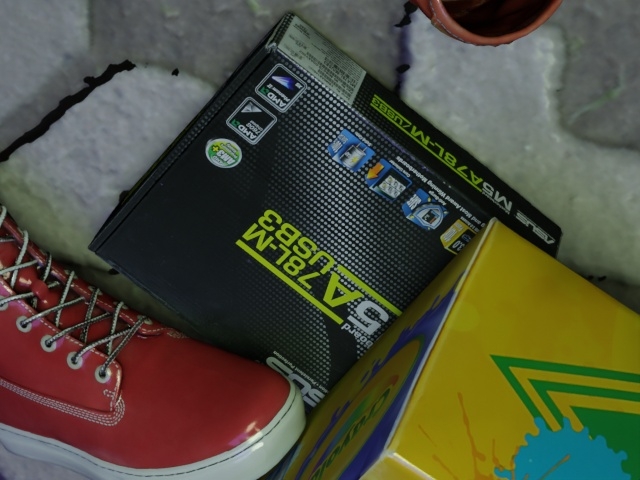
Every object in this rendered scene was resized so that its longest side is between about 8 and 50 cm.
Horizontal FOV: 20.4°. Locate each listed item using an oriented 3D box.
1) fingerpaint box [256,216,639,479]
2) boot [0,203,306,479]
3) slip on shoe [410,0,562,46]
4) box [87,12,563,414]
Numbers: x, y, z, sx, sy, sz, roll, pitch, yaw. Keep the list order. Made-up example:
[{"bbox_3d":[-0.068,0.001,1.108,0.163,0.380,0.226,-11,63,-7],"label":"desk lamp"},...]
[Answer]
[{"bbox_3d":[0.116,0.244,0.960,0.371,0.163,0.445,33,140,-4],"label":"fingerpaint box"},{"bbox_3d":[-0.130,0.046,0.961,0.244,0.088,0.176,4,130,41],"label":"boot"},{"bbox_3d":[0.083,-0.223,0.711,0.123,0.101,0.331,-5,131,-15],"label":"slip on shoe"},{"bbox_3d":[0.000,0.000,0.952,0.190,0.045,0.184,38,125,-11],"label":"box"}]
